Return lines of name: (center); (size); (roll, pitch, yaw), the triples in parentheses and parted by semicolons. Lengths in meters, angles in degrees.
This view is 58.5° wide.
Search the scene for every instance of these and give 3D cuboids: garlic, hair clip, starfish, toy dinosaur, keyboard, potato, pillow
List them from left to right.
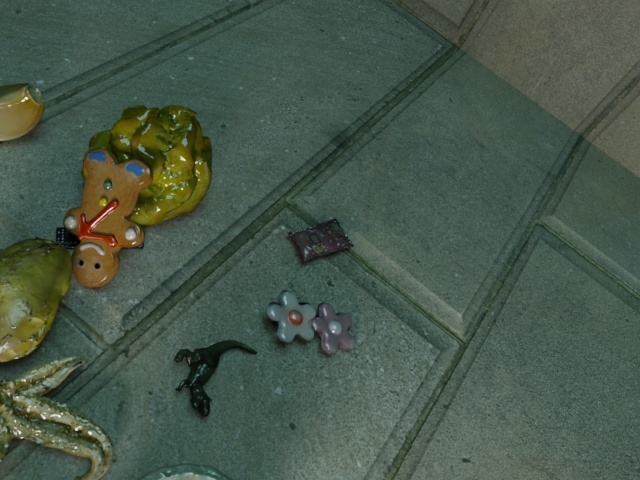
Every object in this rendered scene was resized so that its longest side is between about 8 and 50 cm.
starfish: (-0.631, 0.373, 1.069); (0.431, 0.082, 0.324); (-7, 63, -33)
garlic: (-0.832, -0.334, 1.449); (0.244, 0.164, 0.146); (-16, 80, -25)
potato: (-0.639, 0.116, 1.217); (0.172, 0.140, 0.301); (17, 47, -16)
keyboard: (-0.548, -0.006, 1.425); (0.204, 0.013, 0.061); (1, 55, -22)
toy dinosaur: (-0.249, 0.313, 1.320); (0.179, 0.087, 0.187); (35, 57, -45)
hair clip: (-0.024, 0.214, 1.457); (0.256, 0.075, 0.146); (16, 47, -18)
pillow: (0.000, 0.000, 1.636); (0.184, 0.043, 0.118); (-14, 56, -34)

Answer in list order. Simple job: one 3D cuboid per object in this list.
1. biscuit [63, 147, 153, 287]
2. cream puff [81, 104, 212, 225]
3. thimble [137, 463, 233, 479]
biscuit: (-0.507, -0.048, 1.342); (0.205, 0.049, 0.324); (16, 89, 11)
cream puff: (-0.438, -0.219, 1.475); (0.324, 0.257, 0.291); (8, 50, -18)
thimble: (-0.262, 0.553, 1.004); (0.291, 0.195, 0.292); (15, 41, -13)
